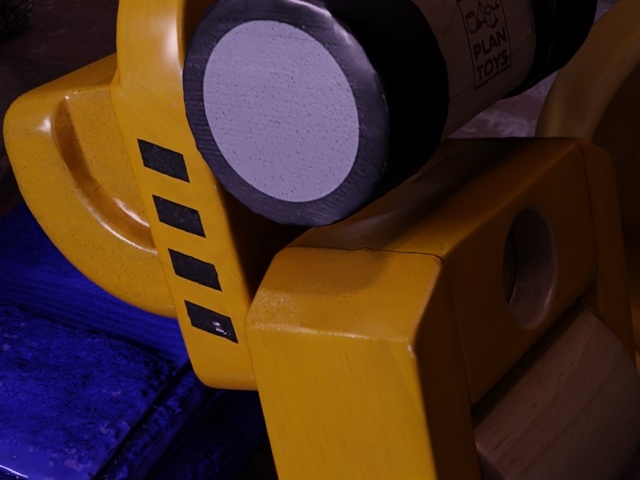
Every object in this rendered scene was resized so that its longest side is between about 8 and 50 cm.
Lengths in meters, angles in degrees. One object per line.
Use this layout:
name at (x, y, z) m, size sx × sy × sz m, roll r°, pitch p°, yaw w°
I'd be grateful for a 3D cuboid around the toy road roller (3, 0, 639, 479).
toy road roller at (0.000, 0.000, 0.637) m, size 0.241 × 0.329 × 0.202 m, roll 0°, pitch 23°, yaw 36°

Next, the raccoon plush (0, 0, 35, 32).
raccoon plush at (-0.304, -0.148, 0.949) m, size 0.299 × 0.216 × 0.446 m, roll -1°, pitch 48°, yaw -30°

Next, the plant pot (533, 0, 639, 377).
plant pot at (0.240, -0.052, 0.805) m, size 0.254 × 0.254 × 0.239 m, roll 4°, pitch 17°, yaw -4°

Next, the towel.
towel at (-0.115, 0.042, 0.729) m, size 0.228 × 0.076 × 0.308 m, roll 19°, pitch 34°, yaw 18°
